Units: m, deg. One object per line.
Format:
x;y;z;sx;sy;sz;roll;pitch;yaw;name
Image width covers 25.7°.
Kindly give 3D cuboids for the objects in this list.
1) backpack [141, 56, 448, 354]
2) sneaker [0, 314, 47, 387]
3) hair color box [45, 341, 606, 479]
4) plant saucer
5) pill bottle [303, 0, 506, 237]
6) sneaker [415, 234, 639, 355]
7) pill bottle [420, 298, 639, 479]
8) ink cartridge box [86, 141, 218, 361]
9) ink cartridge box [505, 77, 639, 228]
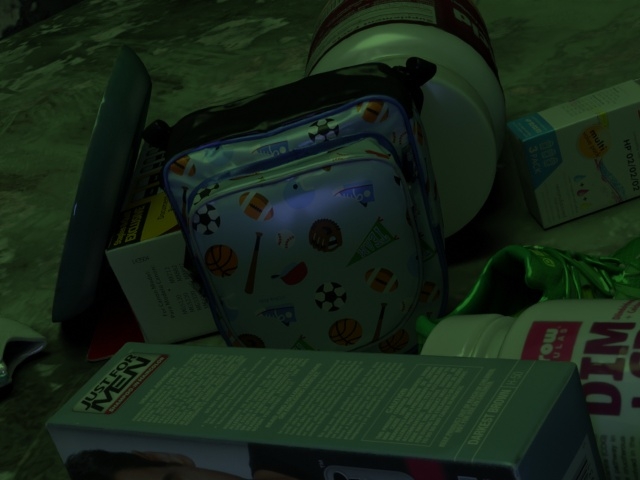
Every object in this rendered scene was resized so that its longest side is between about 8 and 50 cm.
0.000;0.000;1.272;0.276;0.263;0.213;-14;30;10;backpack
-0.372;0.142;1.462;0.094;0.080;0.212;11;35;27;sneaker
0.007;0.180;0.979;0.374;0.185;0.113;0;31;34;hair color box
-0.238;-0.058;1.560;0.043;0.318;0.317;15;26;-5;plant saucer
0.090;-0.156;1.563;0.224;0.224;0.392;-14;23;9;pill bottle
0.208;0.053;1.181;0.295;0.123;0.109;-27;26;-20;sneaker
0.219;0.121;0.990;0.283;0.160;0.160;-2;29;32;pill bottle
-0.134;-0.021;1.563;0.271;0.130;0.309;-16;25;8;ink cartridge box
0.295;-0.096;1.453;0.181;0.104;0.061;-20;25;-3;ink cartridge box
